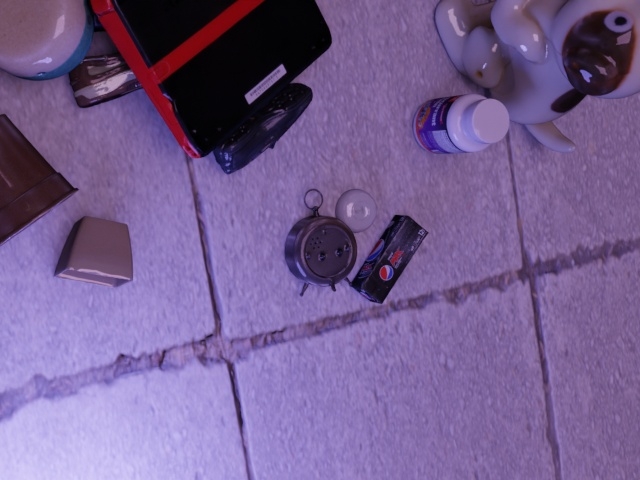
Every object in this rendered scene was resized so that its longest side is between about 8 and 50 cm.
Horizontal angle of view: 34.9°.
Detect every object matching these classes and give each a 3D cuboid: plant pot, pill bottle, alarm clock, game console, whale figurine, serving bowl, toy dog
[{"bbox_3d":[-0.368,0.017,1.676,0.109,0.109,0.096,13,76,-24],"label":"plant pot"},{"bbox_3d":[0.264,-0.217,1.892,0.108,0.193,0.108,-1,93,-25],"label":"pill bottle"},{"bbox_3d":[0.000,0.000,1.862,0.129,0.064,0.192,-12,95,-23],"label":"alarm clock"},{"bbox_3d":[-0.170,-0.376,1.684,0.386,0.060,0.342,-46,121,-31],"label":"game console"},{"bbox_3d":[-0.447,-0.382,1.607,0.216,0.141,0.272,-15,76,12],"label":"whale figurine"},{"bbox_3d":[-0.495,-0.096,1.586,0.167,0.167,0.165,-39,99,-17],"label":"plant pot"},{"bbox_3d":[0.071,-0.055,1.906,0.083,0.027,0.083,-1,94,-23],"label":"serving bowl"},{"bbox_3d":[0.442,-0.348,1.849,0.284,0.408,0.396,-12,98,-23],"label":"toy dog"}]

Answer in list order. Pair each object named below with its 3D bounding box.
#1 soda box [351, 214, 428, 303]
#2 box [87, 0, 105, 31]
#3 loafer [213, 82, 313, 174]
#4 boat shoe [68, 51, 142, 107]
[{"bbox_3d":[0.129,0.034,1.924,0.060,0.053,0.169,38,77,-21],"label":"soda box"},{"bbox_3d":[-0.314,-0.429,1.674,0.158,0.093,0.156,-8,96,-25],"label":"box"},{"bbox_3d":[-0.100,-0.201,1.804,0.223,0.076,0.078,-41,144,-24],"label":"loafer"},{"bbox_3d":[-0.295,-0.305,1.692,0.257,0.095,0.095,-23,96,-21],"label":"boat shoe"}]
